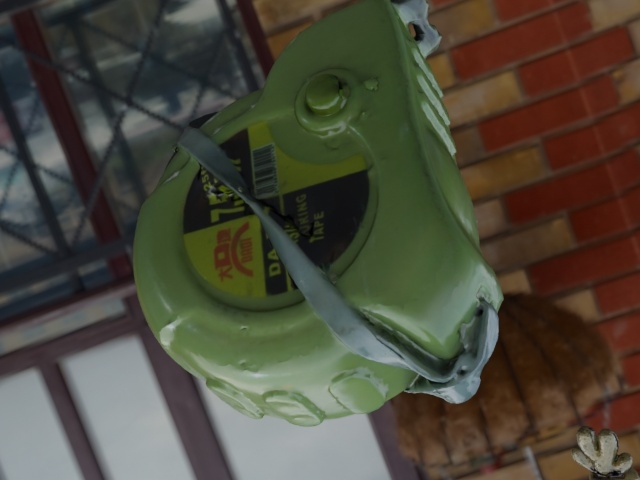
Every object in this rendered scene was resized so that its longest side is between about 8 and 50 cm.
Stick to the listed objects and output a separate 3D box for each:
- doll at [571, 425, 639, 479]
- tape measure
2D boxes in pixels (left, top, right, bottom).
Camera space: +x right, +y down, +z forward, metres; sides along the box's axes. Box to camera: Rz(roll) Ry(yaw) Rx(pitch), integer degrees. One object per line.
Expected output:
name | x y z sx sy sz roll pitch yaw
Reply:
doll | 0.272 0.208 1.216 0.061 0.093 0.051 3 -152 36
tape measure | 0.000 0.000 0.609 0.175 0.200 0.106 -22 149 13
